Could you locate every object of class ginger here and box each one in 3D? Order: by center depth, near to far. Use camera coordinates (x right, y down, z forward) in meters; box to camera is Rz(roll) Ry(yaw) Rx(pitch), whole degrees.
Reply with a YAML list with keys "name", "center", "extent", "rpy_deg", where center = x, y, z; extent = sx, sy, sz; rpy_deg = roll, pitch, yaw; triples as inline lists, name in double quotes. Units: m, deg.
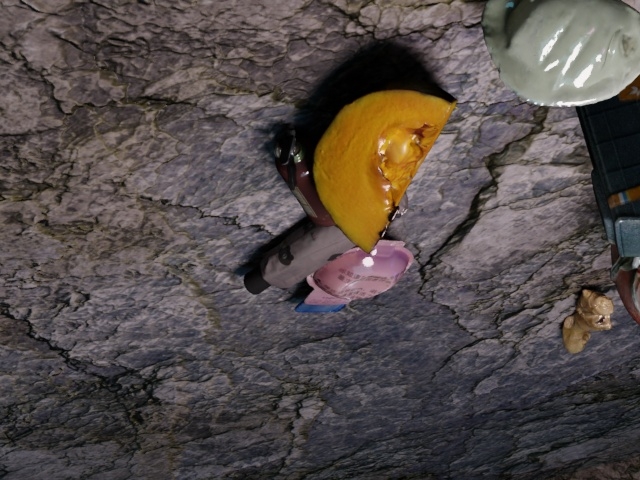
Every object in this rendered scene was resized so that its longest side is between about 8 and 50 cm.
- name: "ginger"
  center: [0.536, 0.164, 2.542]
  extent: [0.089, 0.075, 0.288]
  rpy_deg: [27, 158, 13]

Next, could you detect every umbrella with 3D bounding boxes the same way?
- name: "umbrella"
  center: [0.000, 0.000, 2.005]
  extent: [0.073, 0.067, 0.337]
  rpy_deg: [34, 131, -28]

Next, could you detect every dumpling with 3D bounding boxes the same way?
- name: "dumpling"
  center: [0.306, -0.251, 1.591]
  extent: [0.219, 0.108, 0.152]
  rpy_deg: [13, 115, 1]

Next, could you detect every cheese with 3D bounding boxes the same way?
- name: "cheese"
  center: [0.050, 0.064, 2.144]
  extent: [0.189, 0.074, 0.286]
  rpy_deg: [2, 153, -25]

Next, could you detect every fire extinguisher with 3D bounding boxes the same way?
- name: "fire extinguisher"
  center: [-0.017, -0.084, 1.803]
  extent: [0.071, 0.099, 0.231]
  rpy_deg: [-8, 156, 13]

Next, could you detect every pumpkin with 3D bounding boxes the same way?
- name: "pumpkin"
  center: [0.090, -0.147, 1.740]
  extent: [0.148, 0.169, 0.312]
  rpy_deg: [30, 136, 0]

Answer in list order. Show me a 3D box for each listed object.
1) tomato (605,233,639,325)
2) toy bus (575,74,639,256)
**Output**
- name: "tomato"
  center: [0.598, 0.009, 2.008]
  extent: [0.283, 0.316, 0.316]
  rpy_deg: [3, 150, -12]
- name: "toy bus"
  center: [0.445, -0.122, 1.735]
  extent: [0.167, 0.275, 0.138]
  rpy_deg: [-16, 153, 9]
